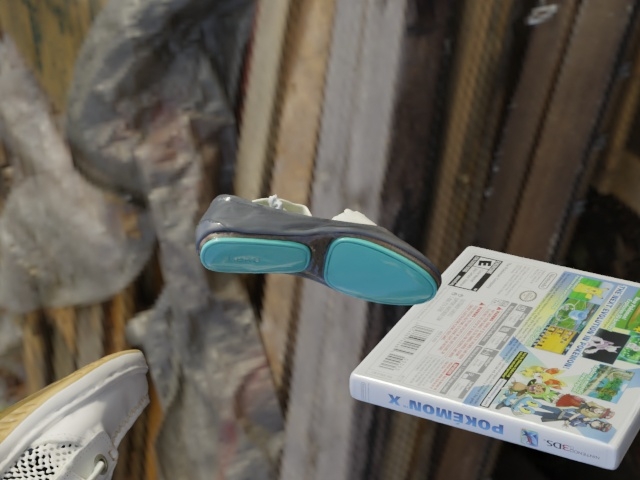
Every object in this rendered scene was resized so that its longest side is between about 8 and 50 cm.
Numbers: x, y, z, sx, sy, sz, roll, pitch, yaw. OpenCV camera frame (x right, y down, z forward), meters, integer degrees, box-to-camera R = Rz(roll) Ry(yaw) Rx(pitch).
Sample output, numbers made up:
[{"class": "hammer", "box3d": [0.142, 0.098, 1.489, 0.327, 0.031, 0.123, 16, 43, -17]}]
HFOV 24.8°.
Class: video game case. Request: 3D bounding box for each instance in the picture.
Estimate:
[{"class": "video game case", "box3d": [0.238, 0.118, 1.627, 0.300, 0.329, 0.036, 13, 121, 25]}]

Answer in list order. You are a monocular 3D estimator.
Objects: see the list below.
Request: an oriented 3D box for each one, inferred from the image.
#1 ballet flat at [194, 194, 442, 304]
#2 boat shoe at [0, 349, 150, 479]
[{"class": "ballet flat", "box3d": [0.000, 0.000, 1.178, 0.074, 0.203, 0.074, -171, 90, -82]}, {"class": "boat shoe", "box3d": [-0.159, 0.142, 0.770, 0.098, 0.277, 0.096, -31, 94, 28]}]
